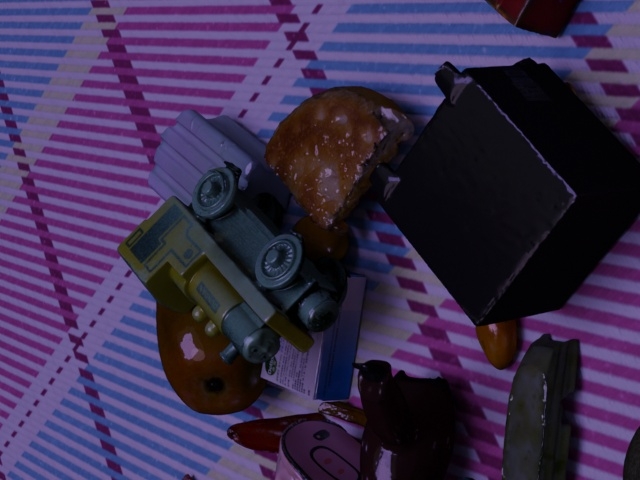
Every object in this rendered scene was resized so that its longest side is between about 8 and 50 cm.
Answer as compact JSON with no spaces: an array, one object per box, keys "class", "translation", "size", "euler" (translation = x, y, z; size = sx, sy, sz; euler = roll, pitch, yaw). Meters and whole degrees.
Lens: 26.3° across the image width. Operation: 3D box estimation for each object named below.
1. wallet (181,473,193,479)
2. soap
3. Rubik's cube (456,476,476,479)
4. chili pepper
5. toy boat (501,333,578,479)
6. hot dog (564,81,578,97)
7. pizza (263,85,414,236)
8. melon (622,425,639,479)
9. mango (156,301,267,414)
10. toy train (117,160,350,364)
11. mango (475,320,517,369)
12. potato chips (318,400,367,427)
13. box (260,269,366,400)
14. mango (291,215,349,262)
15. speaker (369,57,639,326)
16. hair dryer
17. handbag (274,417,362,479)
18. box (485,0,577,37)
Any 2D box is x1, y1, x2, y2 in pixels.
[{"class":"wallet","translation":[-0.201,0.501,2.344],"size":[0.196,0.020,0.103],"euler":[47,123,44]},{"class":"soap","translation":[-0.170,-0.105,2.296],"size":[0.289,0.095,0.173],"euler":[39,118,47]},{"class":"Rubik's cube","translation":[0.155,0.490,1.637],"size":[0.288,0.283,0.294],"euler":[24,121,52]},{"class":"chili pepper","translation":[-0.069,0.291,2.071],"size":[0.088,0.169,0.065],"euler":[17,99,54]},{"class":"toy boat","translation":[0.274,0.265,1.722],"size":[0.093,0.055,0.293],"euler":[6,92,54]},{"class":"hot dog","translation":[0.318,-0.163,1.731],"size":[0.037,0.021,0.083],"euler":[-39,58,56]},{"class":"pizza","translation":[0.025,-0.117,2.051],"size":[0.335,0.086,0.226],"euler":[-8,81,53]},{"class":"melon","translation":[0.444,0.236,1.356],"size":[0.301,0.237,0.238],"euler":[-19,72,52]},{"class":"mango","translation":[-0.178,0.133,2.214],"size":[0.173,0.211,0.317],"euler":[-21,51,8]},{"class":"toy train","translation":[-0.122,0.050,2.006],"size":[0.237,0.150,0.369],"euler":[-46,46,1]},{"class":"mango","translation":[0.233,0.126,1.799],"size":[0.060,0.046,0.089],"euler":[1,100,54]},{"class":"potato chips","translation":[0.076,0.273,1.998],"size":[0.204,0.037,0.026],"euler":[23,115,45]},{"class":"box","translation":[-0.011,0.134,2.086],"size":[0.139,0.073,0.194],"euler":[17,101,51]},{"class":"mango","translation":[0.000,0.000,2.085],"size":[0.079,0.057,0.114],"euler":[-37,37,-10]},{"class":"speaker","translation":[0.230,-0.065,1.683],"size":[0.254,0.184,0.232],"euler":[53,129,27]},{"class":"hair dryer","translation":[0.075,0.269,1.737],"size":[0.123,0.340,0.313],"euler":[8,62,21]},{"class":"handbag","translation":[0.015,0.362,1.949],"size":[0.205,0.179,0.116],"euler":[32,119,22]},{"class":"box","translation":[0.243,-0.431,1.796],"size":[0.313,0.089,0.197],"euler":[53,125,41]}]
